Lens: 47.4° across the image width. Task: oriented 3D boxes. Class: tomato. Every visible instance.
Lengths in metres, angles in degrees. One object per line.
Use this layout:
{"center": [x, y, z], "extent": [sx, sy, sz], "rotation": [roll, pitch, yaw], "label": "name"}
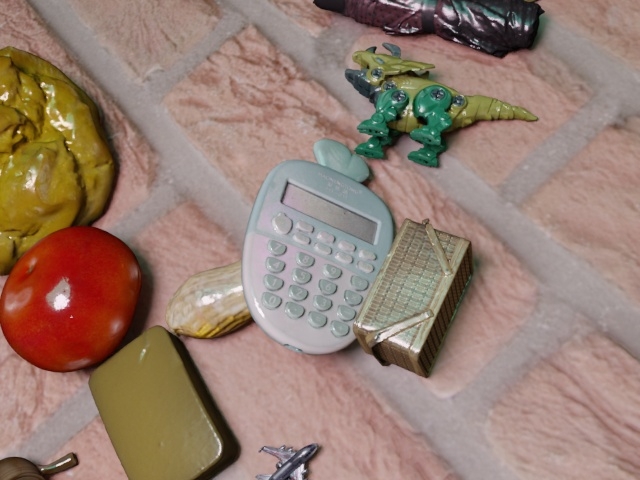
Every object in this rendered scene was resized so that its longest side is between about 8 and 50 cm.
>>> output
{"center": [-0.322, 0.070, 0.933], "extent": [0.195, 0.136, 0.195], "rotation": [-20, 49, 26], "label": "tomato"}

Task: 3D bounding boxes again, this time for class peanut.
{"center": [-0.101, 0.063, 0.917], "extent": [0.207, 0.087, 0.087], "rotation": [-24, 63, 6], "label": "peanut"}

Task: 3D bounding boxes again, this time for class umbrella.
{"center": [0.141, -0.323, 1.014], "extent": [0.326, 0.094, 0.090], "rotation": [18, 118, 20], "label": "umbrella"}

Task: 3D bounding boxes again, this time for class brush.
{"center": [-0.194, 0.214, 0.893], "extent": [0.123, 0.059, 0.197], "rotation": [-36, 61, 2], "label": "brush"}

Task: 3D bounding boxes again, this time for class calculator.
{"center": [0.000, 0.000, 0.882], "extent": [0.184, 0.042, 0.295], "rotation": [24, 55, -14], "label": "calculator"}

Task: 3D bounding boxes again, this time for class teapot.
{"center": [-0.359, 0.303, 0.914], "extent": [0.110, 0.084, 0.080], "rotation": [-30, 34, -30], "label": "teapot"}

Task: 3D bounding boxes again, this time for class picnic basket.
{"center": [0.111, 0.068, 0.838], "extent": [0.080, 0.115, 0.164], "rotation": [21, 74, 22], "label": "picnic basket"}

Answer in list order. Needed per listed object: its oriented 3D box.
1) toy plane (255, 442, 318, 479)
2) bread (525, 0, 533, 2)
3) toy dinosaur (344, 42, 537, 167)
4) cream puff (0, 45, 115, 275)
{"center": [-0.035, 0.262, 0.844], "extent": [0.083, 0.031, 0.078], "rotation": [-39, 63, -2], "label": "toy plane"}
{"center": [0.376, -0.419, 0.949], "extent": [0.163, 0.167, 0.264], "rotation": [27, 80, 24], "label": "bread"}
{"center": [0.147, -0.167, 0.949], "extent": [0.259, 0.094, 0.153], "rotation": [19, 68, 9], "label": "toy dinosaur"}
{"center": [-0.470, -0.129, 1.013], "extent": [0.291, 0.257, 0.324], "rotation": [1, 68, 20], "label": "cream puff"}
